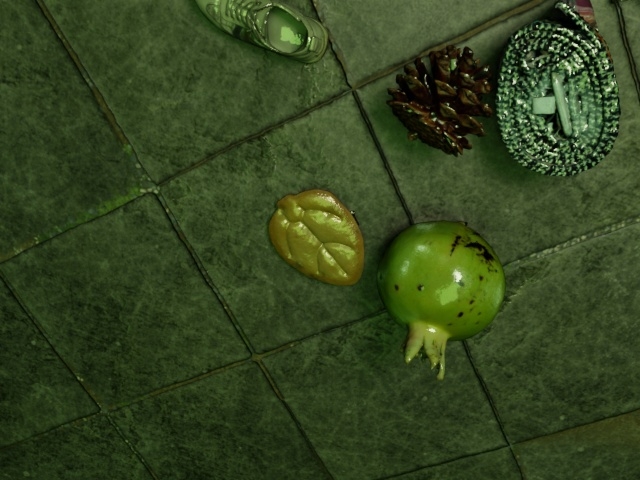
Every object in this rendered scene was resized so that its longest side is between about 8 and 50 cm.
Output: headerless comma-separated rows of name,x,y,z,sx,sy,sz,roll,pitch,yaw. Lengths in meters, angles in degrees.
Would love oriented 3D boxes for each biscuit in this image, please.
biscuit,0.000,0.002,1.165,0.203,0.041,0.260,-36,103,19

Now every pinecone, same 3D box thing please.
pinecone,0.228,-0.261,0.952,0.207,0.208,0.208,2,113,5

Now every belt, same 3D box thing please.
belt,0.423,-0.275,0.942,0.206,0.160,0.295,-16,110,31

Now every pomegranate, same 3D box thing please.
pomegranate,0.238,0.108,1.046,0.260,0.341,0.260,11,148,7

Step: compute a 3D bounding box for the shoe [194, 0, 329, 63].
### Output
shoe,-0.116,-0.418,0.971,0.274,0.098,0.103,21,110,-2
